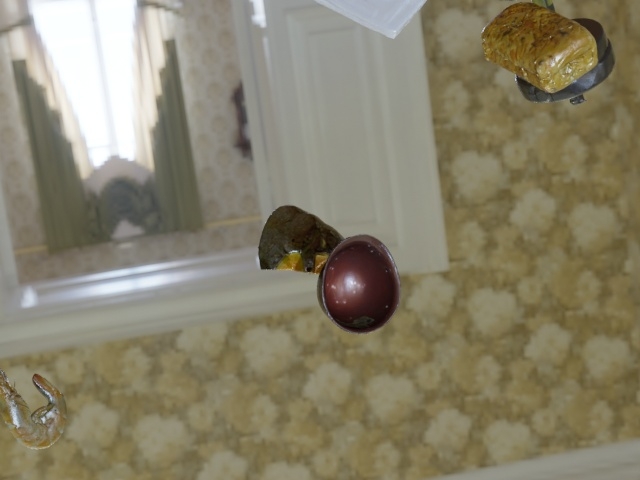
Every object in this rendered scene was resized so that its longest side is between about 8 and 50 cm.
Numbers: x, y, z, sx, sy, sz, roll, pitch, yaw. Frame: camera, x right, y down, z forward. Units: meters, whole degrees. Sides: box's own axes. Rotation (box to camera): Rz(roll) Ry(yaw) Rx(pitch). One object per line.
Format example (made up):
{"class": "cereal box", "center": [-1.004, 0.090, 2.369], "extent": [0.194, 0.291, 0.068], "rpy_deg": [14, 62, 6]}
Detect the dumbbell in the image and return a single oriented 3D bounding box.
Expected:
{"class": "dumbbell", "center": [0.388, -0.400, 2.093], "extent": [0.185, 0.388, 0.185], "rpy_deg": [-21, -150, 13]}

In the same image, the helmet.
{"class": "helmet", "center": [0.052, 0.075, 2.142], "extent": [0.155, 0.175, 0.106], "rpy_deg": [-7, -175, -24]}

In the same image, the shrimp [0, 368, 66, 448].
{"class": "shrimp", "center": [-0.447, 0.243, 1.851], "extent": [0.095, 0.162, 0.045], "rpy_deg": [-28, -170, -14]}

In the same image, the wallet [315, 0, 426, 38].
{"class": "wallet", "center": [0.083, -0.423, 2.056], "extent": [0.183, 0.032, 0.124], "rpy_deg": [31, -112, 17]}

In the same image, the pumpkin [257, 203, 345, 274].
{"class": "pumpkin", "center": [0.000, 0.000, 2.335], "extent": [0.130, 0.149, 0.254], "rpy_deg": [-5, 171, 33]}

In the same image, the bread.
{"class": "bread", "center": [0.334, -0.304, 1.867], "extent": [0.114, 0.083, 0.211], "rpy_deg": [-36, -148, -7]}
